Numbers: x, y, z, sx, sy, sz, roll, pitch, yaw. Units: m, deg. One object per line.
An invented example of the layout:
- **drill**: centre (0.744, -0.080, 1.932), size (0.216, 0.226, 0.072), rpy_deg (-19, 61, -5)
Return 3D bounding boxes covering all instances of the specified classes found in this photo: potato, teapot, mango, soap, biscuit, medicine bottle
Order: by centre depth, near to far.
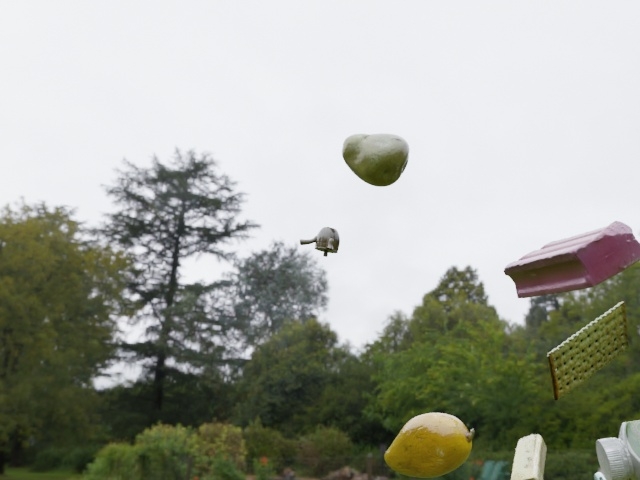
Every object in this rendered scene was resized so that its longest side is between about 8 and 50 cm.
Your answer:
- **medicine bottle**: centre (0.689, 0.449, 1.240), size (0.188, 0.132, 0.088), rpy_deg (-12, -56, 7)
- **biscuit**: centre (0.447, 0.475, 1.262), size (0.056, 0.052, 0.188), rpy_deg (-21, 3, 27)
- **biscuit**: centre (0.572, 0.237, 1.263), size (0.231, 0.139, 0.016), rpy_deg (-29, 28, -19)
- **teapot**: centre (0.000, 0.000, 1.615), size (0.110, 0.080, 0.085), rpy_deg (12, -9, -8)
- **potato**: centre (0.147, -0.231, 1.638), size (0.194, 0.157, 0.157), rpy_deg (22, -13, 18)
- **mango**: centre (0.308, 0.592, 1.700), size (0.317, 0.176, 0.119), rpy_deg (-41, -5, 33)
- **soap**: centre (0.753, 0.062, 1.791), size (0.233, 0.128, 0.359), rpy_deg (-25, -3, -18)

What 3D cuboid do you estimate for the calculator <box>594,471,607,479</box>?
- **calculator**: centre (0.849, 0.797, 1.687), size (0.042, 0.295, 0.184), rpy_deg (-24, 12, 11)
